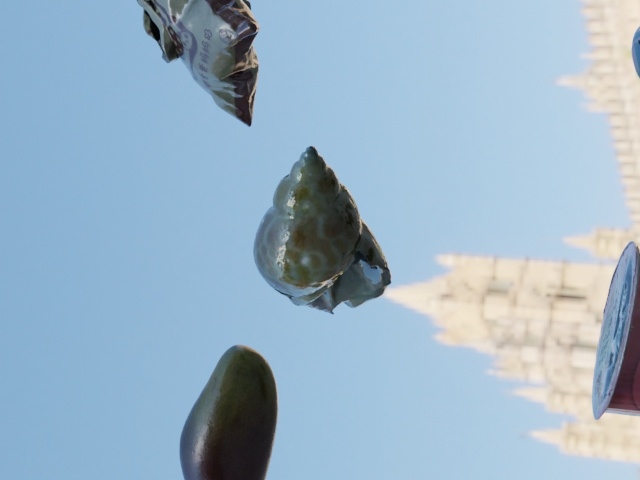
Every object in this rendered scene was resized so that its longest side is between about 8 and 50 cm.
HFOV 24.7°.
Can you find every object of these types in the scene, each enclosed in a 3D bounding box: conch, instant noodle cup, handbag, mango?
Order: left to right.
[{"bbox_3d":[-0.156,-0.277,1.856,0.127,0.235,0.213,-38,-21,-16],"label":"handbag"},{"bbox_3d":[-0.132,0.281,2.091,0.111,0.133,0.267,-34,-44,-72],"label":"mango"},{"bbox_3d":[-0.004,0.005,1.363,0.173,0.116,0.106,34,-128,-45],"label":"conch"},{"bbox_3d":[0.485,0.138,1.830,0.244,0.255,0.243,12,-90,-87],"label":"instant noodle cup"}]

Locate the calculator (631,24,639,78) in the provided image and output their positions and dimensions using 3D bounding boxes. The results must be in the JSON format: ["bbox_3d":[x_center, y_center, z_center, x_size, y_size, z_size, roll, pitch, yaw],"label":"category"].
[{"bbox_3d":[0.544,-0.194,2.093,0.293,0.051,0.173,51,-145,-10],"label":"calculator"}]
